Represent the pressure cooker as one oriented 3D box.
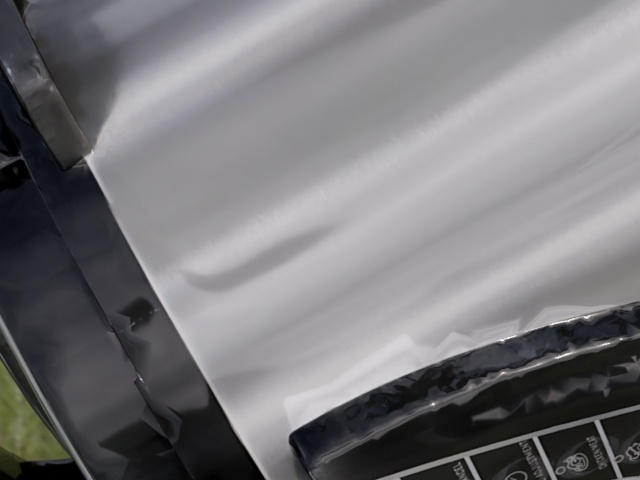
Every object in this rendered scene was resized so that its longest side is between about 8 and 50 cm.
[{"bbox_3d":[-0.002,-0.003,0.877,0.420,0.370,0.375,-29,10,-1],"label":"pressure cooker"}]
